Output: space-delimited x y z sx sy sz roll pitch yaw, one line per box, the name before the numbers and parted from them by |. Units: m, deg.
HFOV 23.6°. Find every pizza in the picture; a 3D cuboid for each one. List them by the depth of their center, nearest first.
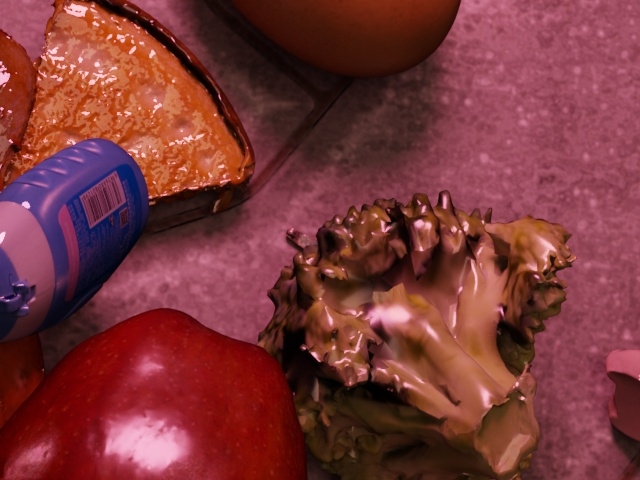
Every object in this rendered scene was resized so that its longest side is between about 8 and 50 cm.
pizza | -0.193 -0.084 1.511 0.251 0.074 0.287 24 84 -9

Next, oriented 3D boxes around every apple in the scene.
apple | -0.148 0.223 1.250 0.288 0.288 0.316 26 52 -7

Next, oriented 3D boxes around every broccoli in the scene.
broccoli | 0.090 0.135 1.413 0.293 0.281 0.347 -5 101 -26

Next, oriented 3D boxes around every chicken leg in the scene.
chicken leg | -0.356 -0.137 1.429 0.322 0.083 0.177 36 78 26

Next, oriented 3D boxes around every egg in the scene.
egg | 0.010 -0.309 1.503 0.250 0.250 0.322 -36 94 -16

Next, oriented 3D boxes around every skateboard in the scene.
skateboard | 0.000 0.000 1.531 0.064 0.083 0.032 30 76 -5

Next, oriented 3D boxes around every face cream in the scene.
face cream | -0.238 0.006 1.330 0.083 0.264 0.149 9 113 16

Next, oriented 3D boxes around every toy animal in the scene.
toy animal | 0.395 0.124 1.590 0.212 0.124 0.124 -31 88 -25

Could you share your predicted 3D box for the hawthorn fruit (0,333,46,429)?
hawthorn fruit | -0.351 0.085 1.380 0.211 0.211 0.299 2 74 -12
